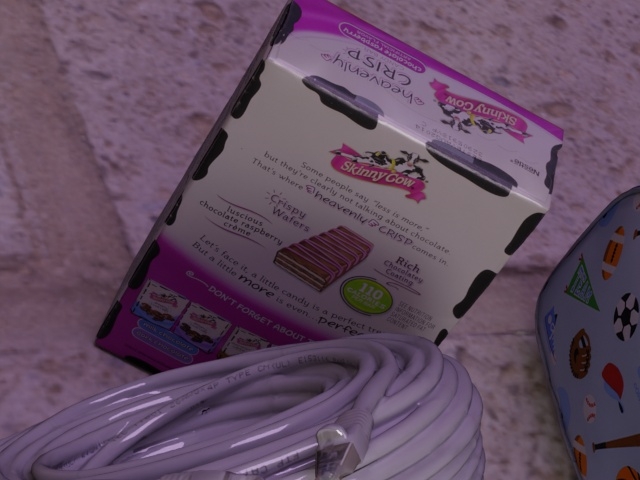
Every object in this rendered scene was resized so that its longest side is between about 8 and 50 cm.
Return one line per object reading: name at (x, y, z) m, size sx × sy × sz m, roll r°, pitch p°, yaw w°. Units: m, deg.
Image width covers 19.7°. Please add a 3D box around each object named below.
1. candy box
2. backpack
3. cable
candy box at (0.000, 0.000, 0.972) m, size 0.159 × 0.233 × 0.071 m, roll 28°, pitch 42°, yaw -9°
backpack at (0.261, 0.058, 1.069) m, size 0.213 × 0.263 × 0.277 m, roll 4°, pitch 50°, yaw -30°
cable at (-0.048, 0.113, 0.828) m, size 0.257 × 0.257 × 0.089 m, roll -29°, pitch 104°, yaw -58°
